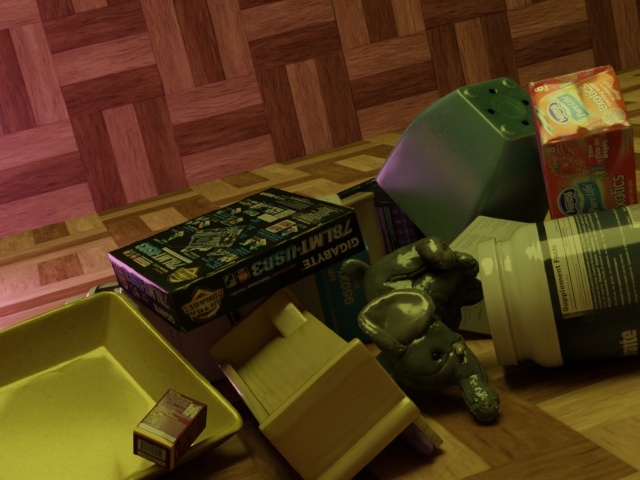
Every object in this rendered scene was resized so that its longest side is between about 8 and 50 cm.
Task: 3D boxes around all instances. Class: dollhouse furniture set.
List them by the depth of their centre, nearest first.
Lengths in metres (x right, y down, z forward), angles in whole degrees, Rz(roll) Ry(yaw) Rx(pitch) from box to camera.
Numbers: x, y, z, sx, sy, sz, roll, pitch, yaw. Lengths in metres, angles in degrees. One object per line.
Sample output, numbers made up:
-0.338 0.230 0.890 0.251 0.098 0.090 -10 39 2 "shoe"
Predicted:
0.000 0.000 2.014 0.212 0.161 0.242 -24 17 -40 "dollhouse furniture set"

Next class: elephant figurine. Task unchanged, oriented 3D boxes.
0.123 0.121 1.331 0.186 0.169 0.239 -34 28 41 "elephant figurine"

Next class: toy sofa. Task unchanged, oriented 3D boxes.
-0.008 0.193 1.295 0.150 0.177 0.362 -41 18 -7 "toy sofa"

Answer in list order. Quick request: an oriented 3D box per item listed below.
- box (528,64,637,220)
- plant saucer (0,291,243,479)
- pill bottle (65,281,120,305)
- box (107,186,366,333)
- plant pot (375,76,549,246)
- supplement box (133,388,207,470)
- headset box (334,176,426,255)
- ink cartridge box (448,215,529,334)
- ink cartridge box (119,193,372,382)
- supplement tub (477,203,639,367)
0.443 -0.124 1.732 0.142 0.300 0.154 -11 50 11 "box"
-0.323 0.228 1.319 0.333 0.081 0.333 -21 43 -34 "plant saucer"
-0.376 0.131 1.953 0.193 0.108 0.108 -12 13 9 "pill bottle"
-0.130 0.017 1.517 0.293 0.073 0.295 -25 19 -22 "box"
0.295 -0.152 1.900 0.247 0.252 0.248 -18 55 -35 "plant pot"
-0.179 0.225 1.238 0.055 0.043 0.083 20 38 18 "supplement box"
0.189 -0.056 2.135 0.246 0.131 0.283 -24 17 -37 "headset box"
0.379 0.069 1.596 0.385 0.091 0.308 11 21 22 "ink cartridge box"
-0.122 0.082 1.700 0.395 0.166 0.285 -15 22 -5 "ink cartridge box"
0.351 0.059 1.334 0.272 0.191 0.191 -11 13 12 "supplement tub"
